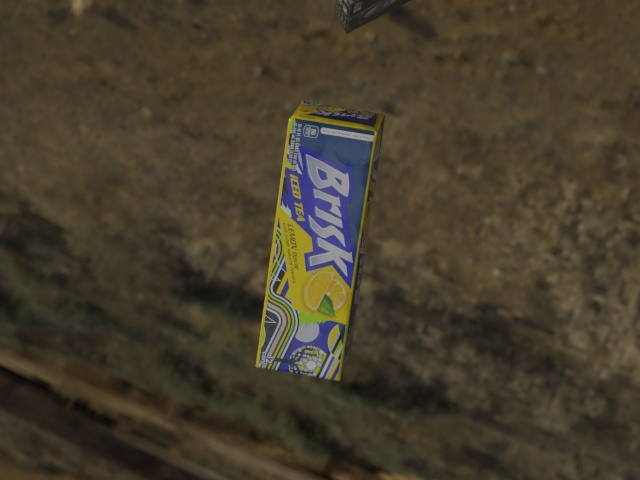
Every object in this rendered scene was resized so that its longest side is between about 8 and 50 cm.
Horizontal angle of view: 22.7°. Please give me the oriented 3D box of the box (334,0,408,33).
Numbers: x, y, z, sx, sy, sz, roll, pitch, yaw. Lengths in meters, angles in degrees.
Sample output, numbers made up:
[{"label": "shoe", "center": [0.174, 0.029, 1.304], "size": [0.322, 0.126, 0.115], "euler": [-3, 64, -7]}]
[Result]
[{"label": "box", "center": [0.043, -0.169, 1.058], "size": [0.018, 0.067, 0.083], "euler": [62, 176, 5]}]

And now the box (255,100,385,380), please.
[{"label": "box", "center": [0.000, 0.000, 1.021], "size": [0.059, 0.169, 0.054], "euler": [9, -163, 4]}]
